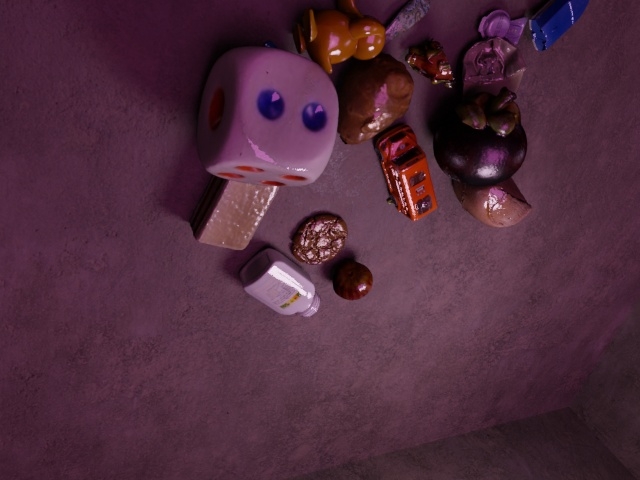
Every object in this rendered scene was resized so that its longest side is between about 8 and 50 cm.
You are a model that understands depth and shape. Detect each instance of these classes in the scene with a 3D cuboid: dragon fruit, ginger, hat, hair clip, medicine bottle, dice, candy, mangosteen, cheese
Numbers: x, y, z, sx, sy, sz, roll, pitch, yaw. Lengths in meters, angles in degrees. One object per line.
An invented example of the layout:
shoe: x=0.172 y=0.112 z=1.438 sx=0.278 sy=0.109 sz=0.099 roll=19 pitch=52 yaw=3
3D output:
dragon fruit: x=0.353 y=-0.566 z=1.747 sx=0.174 sy=0.138 sz=0.142 roll=4 pitch=85 yaw=4
ginger: x=0.152 y=-0.438 z=1.666 sx=0.269 sy=0.200 sz=0.223 roll=-30 pitch=134 yaw=-5
hat: x=0.566 y=-0.567 z=1.879 sx=0.214 sy=0.149 sz=0.245 roll=-10 pitch=168 yaw=0
hair clip: x=0.242 y=-0.658 z=1.662 sx=0.229 sy=0.036 sz=0.066 roll=-40 pitch=126 yaw=4
medicine bottle: x=-0.133 y=0.171 z=2.022 sx=0.179 sy=0.124 sz=0.324 roll=-40 pitch=131 yaw=11
dice: x=-0.145 y=-0.320 z=1.487 sx=0.304 sy=0.276 sz=0.305 roll=8 pitch=83 yaw=-35
candy: x=-0.262 y=-0.129 z=1.725 sx=0.179 sy=0.135 sz=0.321 roll=18 pitch=113 yaw=-34
mangosteen: x=0.544 y=-0.336 z=1.872 sx=0.329 sy=0.330 sz=0.330 roll=-14 pitch=129 yaw=-18
cheese: x=0.597 y=-0.700 z=1.813 sx=0.190 sy=0.042 sz=0.105 roll=-1 pitch=125 yaw=-28

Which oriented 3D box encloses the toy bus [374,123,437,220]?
toy bus: x=0.308 y=-0.235 z=1.933 sx=0.142 sy=0.153 sz=0.329 roll=-29 pitch=130 yaw=-6

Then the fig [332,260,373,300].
fig: x=0.114 y=0.170 z=2.137 sx=0.149 sy=0.148 sz=0.202 roll=18 pitch=133 yaw=-13

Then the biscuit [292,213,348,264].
biscuit: x=0.000 y=0.000 z=2.019 sx=0.225 sy=0.042 sz=0.226 roll=-14 pitch=129 yaw=-17

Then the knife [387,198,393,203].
knife: x=0.336 y=-0.166 z=2.086 sx=0.183 sy=0.026 sz=0.022 roll=-15 pitch=89 yaw=-15

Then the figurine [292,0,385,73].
figurine: x=0.056 y=-0.570 z=1.528 sx=0.228 sy=0.215 sz=0.215 roll=-36 pitch=133 yaw=-15

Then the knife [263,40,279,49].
knife: x=-0.060 y=-0.490 z=1.638 sx=0.044 sy=0.026 sz=0.296 roll=-48 pitch=128 yaw=7

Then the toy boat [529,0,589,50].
toy boat: x=0.820 y=-0.777 z=1.853 sx=0.295 sy=0.088 sz=0.129 roll=-44 pitch=132 yaw=-7

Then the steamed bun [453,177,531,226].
steamed bun: x=0.641 y=-0.162 z=2.113 sx=0.301 sy=0.252 sz=0.199 roll=18 pitch=128 yaw=-38
